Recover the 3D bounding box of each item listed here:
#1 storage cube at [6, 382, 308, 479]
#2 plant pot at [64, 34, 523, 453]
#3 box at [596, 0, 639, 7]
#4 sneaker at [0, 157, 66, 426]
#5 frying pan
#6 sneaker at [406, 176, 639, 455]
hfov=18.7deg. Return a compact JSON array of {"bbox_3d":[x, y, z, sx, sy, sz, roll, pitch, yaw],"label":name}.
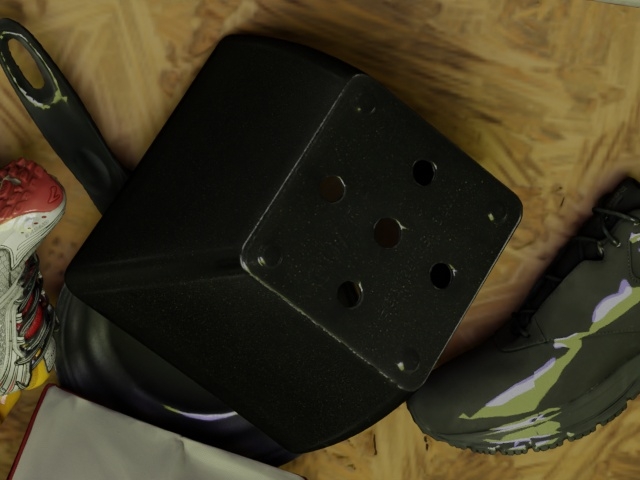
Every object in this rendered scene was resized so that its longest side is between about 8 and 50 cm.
[{"bbox_3d":[-0.133,0.237,1.196,0.183,0.215,0.193,22,130,-6],"label":"storage cube"},{"bbox_3d":[0.000,0.000,1.090,0.187,0.167,0.188,38,74,-18],"label":"plant pot"},{"bbox_3d":[0.071,-0.228,1.048,0.232,0.127,0.149,8,115,-6],"label":"box"},{"bbox_3d":[-0.188,0.034,1.154,0.092,0.088,0.225,31,139,-3],"label":"sneaker"},{"bbox_3d":[-0.119,0.024,1.202,0.326,0.053,0.197,37,109,-16],"label":"frying pan"},{"bbox_3d":[0.179,0.035,1.205,0.286,0.109,0.130,-24,108,-1],"label":"sneaker"}]
